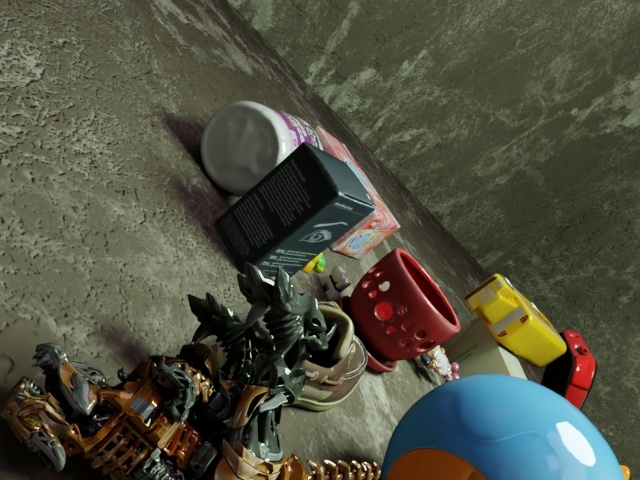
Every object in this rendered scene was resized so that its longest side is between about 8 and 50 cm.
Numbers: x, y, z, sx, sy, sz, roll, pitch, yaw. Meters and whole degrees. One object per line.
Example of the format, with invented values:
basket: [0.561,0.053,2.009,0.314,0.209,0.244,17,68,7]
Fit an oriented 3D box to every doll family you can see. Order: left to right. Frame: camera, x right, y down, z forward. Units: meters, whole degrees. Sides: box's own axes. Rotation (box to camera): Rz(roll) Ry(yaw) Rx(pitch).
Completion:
doll family: [0.235,0.211,1.267,0.163,0.118,0.263,48,34,-31]

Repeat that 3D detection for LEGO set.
LEGO set: [0.000,0.000,1.087,0.087,0.093,0.227,33,25,-45]

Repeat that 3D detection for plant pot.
plant pot: [0.137,0.136,1.017,0.191,0.174,0.191,44,19,-19]

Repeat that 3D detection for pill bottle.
pill bottle: [-0.095,-0.175,1.082,0.169,0.169,0.301,53,17,6]

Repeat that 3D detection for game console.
game console: [0.638,0.433,1.462,0.060,0.342,0.386,18,9,17]

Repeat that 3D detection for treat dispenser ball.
treat dispenser ball: [0.217,0.312,0.666,0.288,0.288,0.288,45,18,-19]

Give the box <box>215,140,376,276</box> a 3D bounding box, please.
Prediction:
box: [-0.037,-0.042,0.884,0.108,0.207,0.153,57,18,20]

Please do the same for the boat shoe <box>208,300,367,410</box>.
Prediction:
boat shoe: [-0.001,0.148,0.731,0.342,0.123,0.123,21,34,-58]

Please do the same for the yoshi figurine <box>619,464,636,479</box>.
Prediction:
yoshi figurine: [0.709,0.727,1.351,0.203,0.203,0.362,6,47,-7]

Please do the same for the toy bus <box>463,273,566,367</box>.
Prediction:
toy bus: [0.486,0.204,1.343,0.332,0.108,0.130,33,25,-43]

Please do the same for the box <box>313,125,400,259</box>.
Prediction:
box: [0.044,-0.119,1.358,0.154,0.142,0.300,20,35,-58]

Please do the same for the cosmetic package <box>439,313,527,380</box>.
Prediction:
cosmetic package: [0.403,0.319,1.342,0.113,0.160,0.309,46,17,-14]

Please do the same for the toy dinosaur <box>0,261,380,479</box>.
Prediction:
toy dinosaur: [-0.086,0.154,0.474,0.322,0.164,0.218,45,49,-42]
